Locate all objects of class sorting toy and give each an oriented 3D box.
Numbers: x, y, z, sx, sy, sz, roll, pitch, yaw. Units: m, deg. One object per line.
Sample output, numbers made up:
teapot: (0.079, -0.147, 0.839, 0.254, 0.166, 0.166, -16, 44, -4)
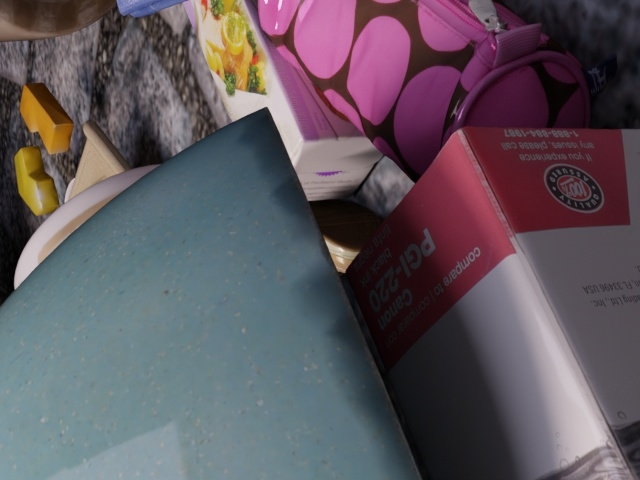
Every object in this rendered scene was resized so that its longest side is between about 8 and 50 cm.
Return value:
sorting toy: (-0.195, 0.019, 0.969, 0.307, 0.041, 0.229, 49, 135, 30)

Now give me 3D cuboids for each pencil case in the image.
pencil case: (0.044, -0.099, 0.570, 0.209, 0.095, 0.098, 45, 161, 45)

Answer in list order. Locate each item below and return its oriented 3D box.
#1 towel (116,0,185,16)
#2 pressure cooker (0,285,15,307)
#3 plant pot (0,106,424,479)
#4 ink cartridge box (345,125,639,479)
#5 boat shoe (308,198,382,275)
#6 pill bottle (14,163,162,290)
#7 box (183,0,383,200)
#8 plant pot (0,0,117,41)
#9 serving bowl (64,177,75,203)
towel: (-0.032, -0.273, 0.620, 0.209, 0.034, 0.285, -12, 72, 37)
pressure cooker: (-0.461, 0.165, 1.132, 0.376, 0.420, 0.370, -59, 27, -7)
plant pot: (-0.054, 0.118, 0.466, 0.290, 0.195, 0.290, -23, -90, -89)
ink cartridge box: (0.125, 0.073, 0.394, 0.092, 0.158, 0.218, -52, 51, 44)
boat shoe: (0.000, 0.000, 0.695, 0.135, 0.050, 0.045, -143, 52, -63)
pill bottle: (-0.066, 0.095, 0.698, 0.265, 0.153, 0.153, 56, 139, 25)
box: (-0.051, -0.170, 0.732, 0.063, 0.067, 0.324, -54, 49, 46)
plant pot: (-0.292, -0.286, 0.925, 0.280, 0.323, 0.323, 22, 114, 37)
serving bowl: (-0.194, -0.018, 1.014, 0.083, 0.027, 0.083, 18, 114, 47)
